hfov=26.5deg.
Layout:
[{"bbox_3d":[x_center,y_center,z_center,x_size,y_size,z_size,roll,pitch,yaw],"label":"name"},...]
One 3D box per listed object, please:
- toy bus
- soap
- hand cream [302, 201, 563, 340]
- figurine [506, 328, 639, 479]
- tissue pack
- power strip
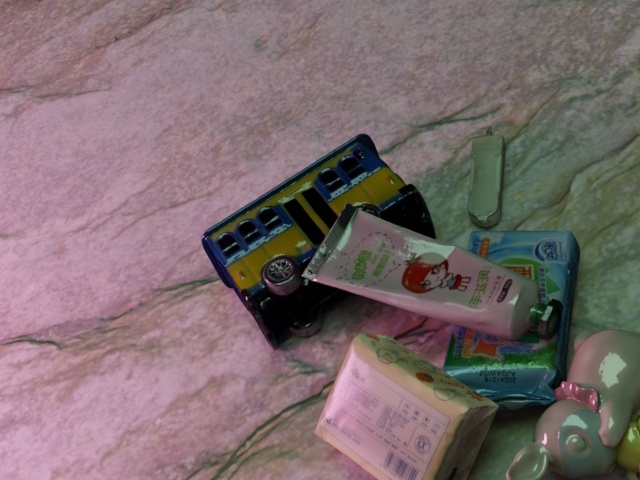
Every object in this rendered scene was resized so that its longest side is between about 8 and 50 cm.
[{"bbox_3d":[0.000,0.000,1.910,0.287,0.138,0.175,-33,49,-7],"label":"toy bus"},{"bbox_3d":[0.252,0.100,1.774,0.156,0.077,0.293,-1,52,20],"label":"soap"},{"bbox_3d":[0.145,0.049,1.736,0.336,0.076,0.121,20,64,26],"label":"hand cream"},{"bbox_3d":[0.327,0.228,1.612,0.155,0.127,0.235,32,66,9],"label":"figurine"},{"bbox_3d":[0.104,0.222,1.686,0.196,0.092,0.148,31,105,35],"label":"tissue pack"},{"bbox_3d":[0.241,-0.094,1.970,0.047,0.030,0.191,-5,51,18],"label":"power strip"}]
